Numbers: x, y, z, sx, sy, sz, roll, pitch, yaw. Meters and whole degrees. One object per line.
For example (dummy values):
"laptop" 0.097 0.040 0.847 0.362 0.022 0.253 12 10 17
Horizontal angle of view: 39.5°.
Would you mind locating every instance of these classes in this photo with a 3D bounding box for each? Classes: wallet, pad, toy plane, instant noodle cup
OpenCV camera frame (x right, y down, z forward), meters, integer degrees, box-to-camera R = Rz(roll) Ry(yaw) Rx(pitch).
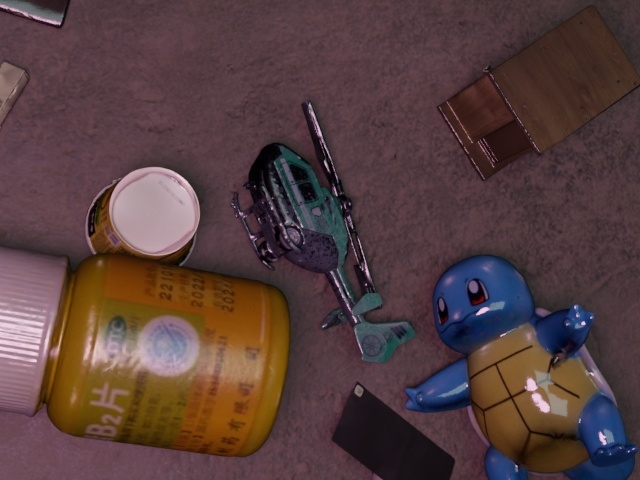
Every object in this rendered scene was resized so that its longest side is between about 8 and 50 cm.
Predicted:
"wallet" -0.417 -0.344 1.202 0.156 0.018 0.082 13 79 -15
"pad" 0.106 0.293 1.243 0.193 0.004 0.116 40 41 -8
"toy plane" 0.000 0.000 1.241 0.155 0.106 0.382 -22 83 -31
"instant noodle cup" -0.224 -0.025 1.158 0.151 0.122 0.151 3 82 -19

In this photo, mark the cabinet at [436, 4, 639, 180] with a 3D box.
"cabinet" 0.320 -0.220 1.331 0.215 0.175 0.148 -35 93 -18

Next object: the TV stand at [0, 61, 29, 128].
"TV stand" -0.453 -0.123 1.146 0.036 0.042 0.249 22 73 8

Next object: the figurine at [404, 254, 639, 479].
"figurine" 0.307 0.214 1.240 0.416 0.298 0.243 51 37 -7

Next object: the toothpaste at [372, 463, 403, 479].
"toothpaste" 0.103 0.446 1.198 0.068 0.099 0.282 -13 67 22

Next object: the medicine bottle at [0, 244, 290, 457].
"medicine bottle" -0.245 0.128 1.074 0.384 0.224 0.224 13 78 -15
